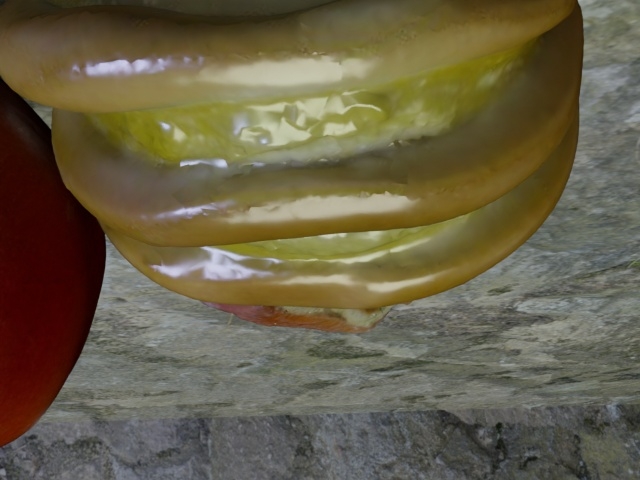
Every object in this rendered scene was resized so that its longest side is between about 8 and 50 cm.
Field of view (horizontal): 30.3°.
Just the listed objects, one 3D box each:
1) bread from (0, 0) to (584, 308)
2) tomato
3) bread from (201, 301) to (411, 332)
[{"bbox_3d":[-0.004,-0.076,0.646,0.316,0.211,0.270,-8,163,2],"label":"bread"},{"bbox_3d":[-0.271,-0.007,0.728,0.298,0.298,0.226,8,122,-37],"label":"tomato"},{"bbox_3d":[0.008,-0.009,0.971,0.190,0.123,0.244,-53,150,19],"label":"bread"}]
